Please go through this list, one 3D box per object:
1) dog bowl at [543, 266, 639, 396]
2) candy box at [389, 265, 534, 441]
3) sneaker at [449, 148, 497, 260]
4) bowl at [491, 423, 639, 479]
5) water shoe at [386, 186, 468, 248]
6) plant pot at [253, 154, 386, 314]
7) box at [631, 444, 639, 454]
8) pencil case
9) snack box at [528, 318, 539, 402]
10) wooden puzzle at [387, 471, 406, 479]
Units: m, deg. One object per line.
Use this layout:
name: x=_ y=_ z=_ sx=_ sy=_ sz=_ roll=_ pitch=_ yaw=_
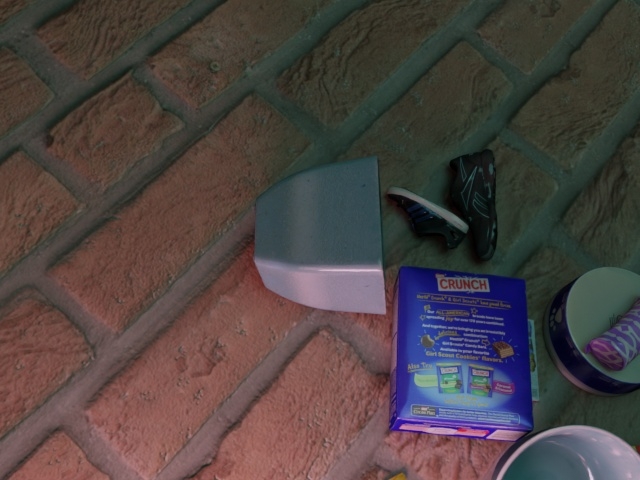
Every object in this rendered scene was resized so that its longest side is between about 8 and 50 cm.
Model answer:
dog bowl: x=0.621 y=0.194 z=1.724 sx=0.265 sy=0.104 sz=0.265 roll=5 pitch=65 yaw=-10
candy box: x=0.277 y=0.225 z=1.615 sx=0.268 sy=0.122 sz=0.317 roll=6 pitch=65 yaw=-3
sneaker: x=0.345 y=-0.077 z=1.811 sx=0.106 sy=0.101 sz=0.267 roll=-2 pitch=65 yaw=10
bowl: x=0.438 y=0.479 z=1.486 sx=0.311 sy=0.163 sz=0.311 roll=0 pitch=89 yaw=-6
water shoe: x=0.222 y=-0.050 z=1.764 sx=0.203 sy=0.073 sz=0.080 roll=29 pitch=92 yaw=20
plant pot: x=0.000 y=0.000 z=1.609 sx=0.252 sy=0.247 sz=0.248 roll=-3 pitch=65 yaw=6
box: x=0.644 y=0.445 z=1.623 sx=0.232 sy=0.087 sz=0.058 roll=-2 pitch=66 yaw=-12
pencil case: x=0.634 y=0.175 z=1.632 sx=0.206 sy=0.086 sz=0.088 roll=-35 pitch=43 yaw=-26
snack box: x=0.423 y=0.250 z=1.699 sx=0.064 sy=0.022 sz=0.178 roll=7 pitch=64 yaw=-7
wooden puzzle: x=0.147 y=0.504 z=1.523 sx=0.078 sy=0.014 sz=0.116 roll=-12 pitch=69 yaw=-17
